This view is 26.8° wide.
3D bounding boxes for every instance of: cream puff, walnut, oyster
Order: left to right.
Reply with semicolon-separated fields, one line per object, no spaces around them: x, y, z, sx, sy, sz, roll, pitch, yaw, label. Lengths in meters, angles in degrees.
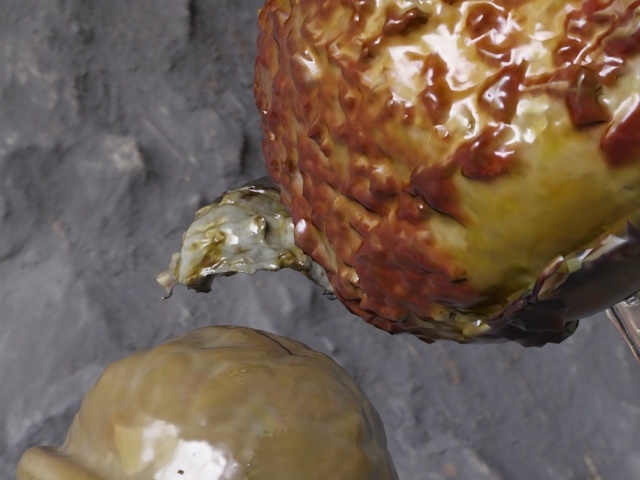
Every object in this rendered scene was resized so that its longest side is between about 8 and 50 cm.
-0.065;0.201;0.871;0.285;0.285;0.296;28;73;-31;walnut
0.004;-0.001;1.367;0.337;0.198;0.133;-6;106;-30;oyster
0.078;-0.076;0.420;0.164;0.240;0.240;54;33;-13;cream puff

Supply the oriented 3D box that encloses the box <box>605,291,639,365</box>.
0.293;-0.036;0.713;0.370;0.112;0.190;-17;70;-29;box
